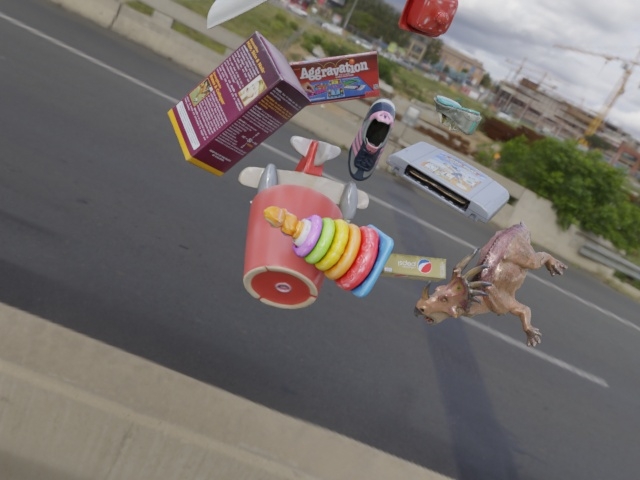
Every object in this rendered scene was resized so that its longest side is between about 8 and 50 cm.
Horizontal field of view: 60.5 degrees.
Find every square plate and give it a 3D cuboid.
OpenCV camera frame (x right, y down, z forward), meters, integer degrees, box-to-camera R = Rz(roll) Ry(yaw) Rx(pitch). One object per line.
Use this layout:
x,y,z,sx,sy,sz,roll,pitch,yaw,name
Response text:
-0.093,-0.651,1.247,0.347,0.343,0.049,-3,-38,44,square plate

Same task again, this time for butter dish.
0.336,-0.667,1.607,0.160,0.160,0.118,4,39,-25,butter dish

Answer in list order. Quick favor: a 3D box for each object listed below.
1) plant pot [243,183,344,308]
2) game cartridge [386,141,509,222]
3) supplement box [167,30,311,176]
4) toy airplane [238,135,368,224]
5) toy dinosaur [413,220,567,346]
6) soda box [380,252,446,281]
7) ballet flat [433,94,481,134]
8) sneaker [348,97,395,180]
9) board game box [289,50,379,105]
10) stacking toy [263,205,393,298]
-0.081,0.030,1.458,0.275,0.275,0.243,22,51,-14,plant pot
0.337,-0.160,1.430,0.297,0.062,0.198,35,40,19,game cartridge
-0.123,-0.198,0.816,0.081,0.188,0.104,23,36,-58,supplement box
-0.042,-0.166,1.910,0.384,0.386,0.272,64,-1,-41,toy airplane
0.313,0.050,0.971,0.200,0.295,0.127,42,-22,-23,toy dinosaur
0.258,0.076,1.546,0.182,0.058,0.061,7,-15,-7,soda box
0.332,-0.314,1.386,0.072,0.068,0.213,11,22,-18,ballet flat
0.161,-0.314,1.844,0.112,0.318,0.131,15,40,-2,sneaker
0.048,-0.523,1.788,0.282,0.145,0.027,-8,35,0,board game box
0.000,0.000,1.269,0.302,0.165,0.175,26,8,-22,stacking toy
